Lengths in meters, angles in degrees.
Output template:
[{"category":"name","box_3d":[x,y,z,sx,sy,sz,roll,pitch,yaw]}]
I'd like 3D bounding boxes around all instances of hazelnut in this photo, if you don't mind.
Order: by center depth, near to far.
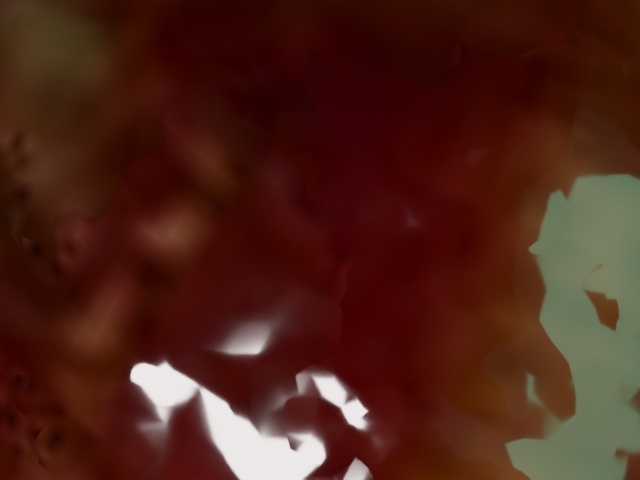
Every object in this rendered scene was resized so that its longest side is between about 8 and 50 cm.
[{"category":"hazelnut","box_3d":[0.000,0.000,0.679,0.421,0.353,0.421,-10,109,-31]}]
